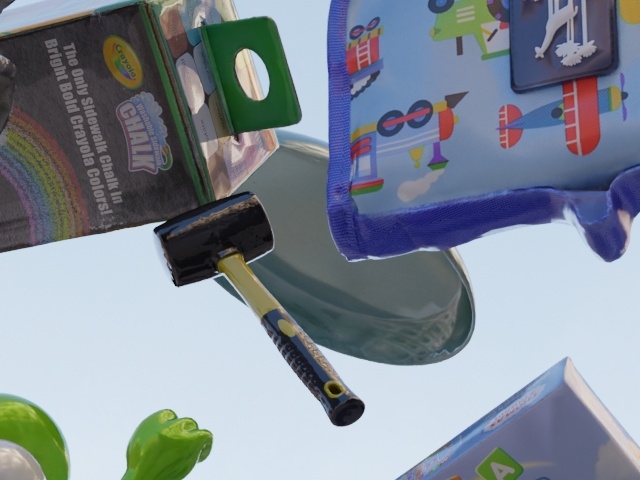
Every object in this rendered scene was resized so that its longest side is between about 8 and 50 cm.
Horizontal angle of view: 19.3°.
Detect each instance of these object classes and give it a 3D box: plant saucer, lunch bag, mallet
[{"bbox_3d":[0.000,0.000,1.676,0.043,0.318,0.317,-59,-42,-29],"label":"plant saucer"},{"bbox_3d":[0.118,-0.105,0.845,0.221,0.293,0.138,-12,-43,19],"label":"lunch bag"},{"bbox_3d":[-0.019,0.032,0.964,0.062,0.190,0.039,-28,-50,-20],"label":"mallet"}]

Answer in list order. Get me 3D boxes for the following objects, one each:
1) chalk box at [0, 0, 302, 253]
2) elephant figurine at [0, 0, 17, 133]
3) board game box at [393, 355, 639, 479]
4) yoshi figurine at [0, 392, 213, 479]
[{"bbox_3d":[-0.112,-0.085,1.126,0.213,0.132,0.132,-10,-74,19],"label":"chalk box"},{"bbox_3d":[-0.240,-0.093,0.954,0.186,0.169,0.239,8,-58,-28],"label":"elephant figurine"},{"bbox_3d":[0.109,0.178,0.817,0.160,0.039,0.211,-38,-83,18],"label":"board game box"},{"bbox_3d":[-0.160,0.213,1.324,0.203,0.362,0.203,-58,-6,-16],"label":"yoshi figurine"}]
